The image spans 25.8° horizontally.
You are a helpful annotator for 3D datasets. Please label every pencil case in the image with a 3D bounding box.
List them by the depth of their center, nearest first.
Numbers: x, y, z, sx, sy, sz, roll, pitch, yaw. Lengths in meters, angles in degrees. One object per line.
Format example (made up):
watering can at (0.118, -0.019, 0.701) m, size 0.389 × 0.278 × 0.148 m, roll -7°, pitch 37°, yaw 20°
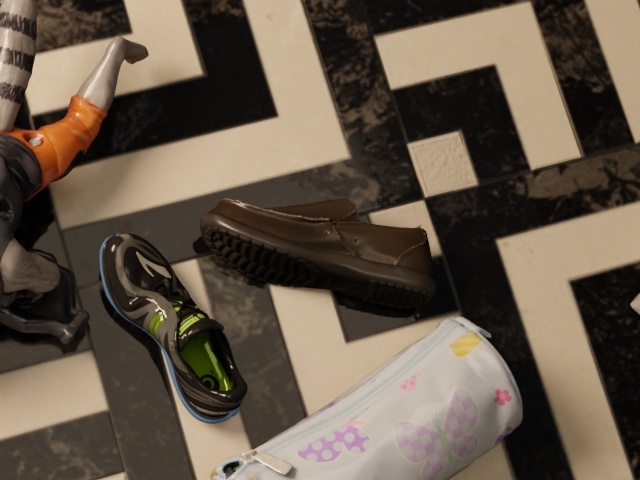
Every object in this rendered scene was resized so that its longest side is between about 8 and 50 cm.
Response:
pencil case at (0.040, 0.176, 1.192) m, size 0.273 × 0.113 × 0.124 m, roll -30°, pitch 105°, yaw -16°

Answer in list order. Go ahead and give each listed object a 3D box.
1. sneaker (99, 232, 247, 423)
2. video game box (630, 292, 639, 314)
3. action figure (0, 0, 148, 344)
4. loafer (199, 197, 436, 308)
sneaker at (-0.121, 0.069, 1.204) m, size 0.067 × 0.078 × 0.188 m, roll -32°, pitch 86°, yaw -35°
video game box at (0.430, 0.057, 1.323) m, size 0.205 × 0.048 × 0.187 m, roll 41°, pitch 71°, yaw 1°
action figure at (-0.331, -0.067, 1.162) m, size 0.341 × 0.178 × 0.330 m, roll 18°, pitch 64°, yaw -8°
loafer at (0.000, 0.000, 1.255) m, size 0.220 × 0.080 × 0.078 m, roll 16°, pitch 65°, yaw -11°
